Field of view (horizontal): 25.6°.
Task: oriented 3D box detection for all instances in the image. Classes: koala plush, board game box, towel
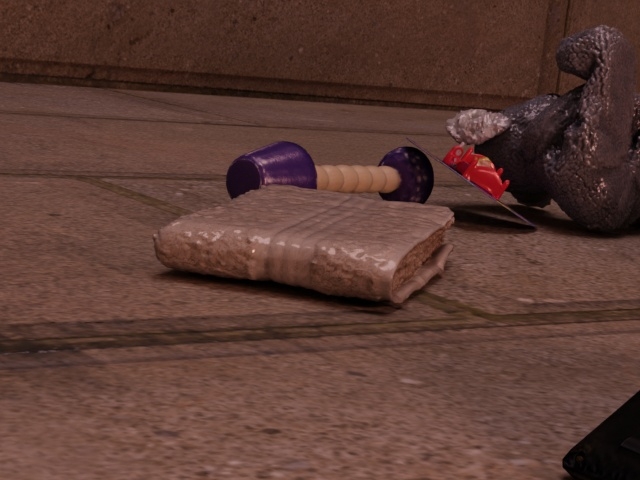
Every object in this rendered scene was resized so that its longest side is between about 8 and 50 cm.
[{"bbox_3d":[0.259,-0.104,1.578,0.221,0.203,0.196,-1,-29,45],"label":"koala plush"},{"bbox_3d":[0.168,-0.075,1.496,0.168,0.033,0.133,39,8,39],"label":"board game box"},{"bbox_3d":[0.000,0.000,1.118,0.187,0.049,0.282,7,10,15],"label":"towel"}]

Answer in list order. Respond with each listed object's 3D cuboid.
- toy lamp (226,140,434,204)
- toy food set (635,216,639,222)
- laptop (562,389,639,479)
[{"bbox_3d":[0.012,-0.059,1.408,0.080,0.080,0.274,13,10,38],"label":"toy lamp"},{"bbox_3d":[0.436,-0.049,1.640,0.128,0.071,0.218,11,10,26],"label":"toy food set"},{"bbox_3d":[0.405,0.122,0.622,0.408,0.236,0.382,-35,27,-23],"label":"laptop"}]
